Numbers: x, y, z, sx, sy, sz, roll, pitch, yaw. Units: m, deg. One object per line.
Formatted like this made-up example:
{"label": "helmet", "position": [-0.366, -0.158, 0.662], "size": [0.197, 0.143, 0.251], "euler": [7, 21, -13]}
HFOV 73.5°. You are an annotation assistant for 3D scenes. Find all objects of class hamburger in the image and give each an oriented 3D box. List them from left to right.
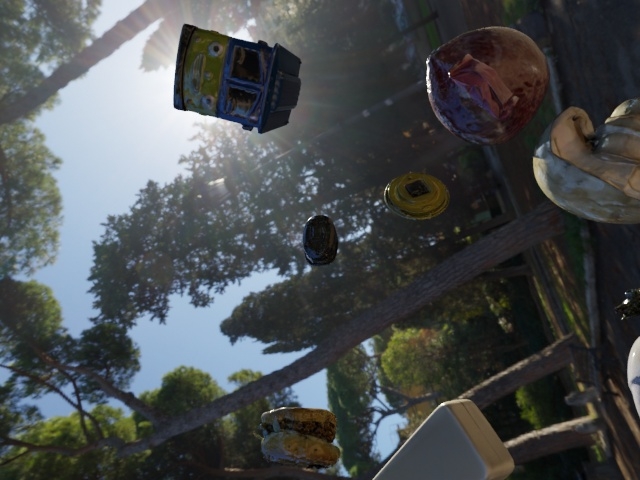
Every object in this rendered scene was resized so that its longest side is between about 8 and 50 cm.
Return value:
{"label": "hamburger", "position": [-0.052, 0.420, 0.903], "size": [0.177, 0.186, 0.113], "euler": [88, -179, -63]}

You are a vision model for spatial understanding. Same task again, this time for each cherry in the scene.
{"label": "cherry", "position": [0.341, -0.319, 0.890], "size": [0.301, 0.230, 0.203], "euler": [9, -149, -30]}

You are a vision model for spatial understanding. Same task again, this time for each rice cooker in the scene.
{"label": "rice cooker", "position": [0.000, 0.000, 1.383], "size": [0.106, 0.112, 0.165], "euler": [70, -162, -55]}

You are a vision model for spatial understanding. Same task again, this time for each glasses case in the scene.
{"label": "glasses case", "position": [0.212, 0.458, 0.822], "size": [0.076, 0.336, 0.144], "euler": [6, -143, -32]}

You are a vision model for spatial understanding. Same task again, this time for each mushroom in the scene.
{"label": "mushroom", "position": [0.513, -0.133, 0.771], "size": [0.195, 0.254, 0.189], "euler": [-58, -14, -15]}

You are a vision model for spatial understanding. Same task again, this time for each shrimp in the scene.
{"label": "shrimp", "position": [1.025, 0.208, 1.272], "size": [0.085, 0.446, 0.271], "euler": [-146, 55, -62]}

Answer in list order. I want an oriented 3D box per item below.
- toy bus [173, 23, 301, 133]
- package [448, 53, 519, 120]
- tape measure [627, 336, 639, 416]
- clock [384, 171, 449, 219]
{"label": "toy bus", "position": [-0.136, -0.287, 0.775], "size": [0.287, 0.175, 0.138], "euler": [-76, 1, -71]}
{"label": "package", "position": [0.184, -0.172, 0.480], "size": [0.083, 0.029, 0.059], "euler": [41, -124, 2]}
{"label": "tape measure", "position": [0.545, 0.224, 0.631], "size": [0.197, 0.120, 0.236], "euler": [49, -125, -7]}
{"label": "clock", "position": [0.346, -0.173, 1.538], "size": [0.057, 0.237, 0.236], "euler": [81, -178, -51]}
